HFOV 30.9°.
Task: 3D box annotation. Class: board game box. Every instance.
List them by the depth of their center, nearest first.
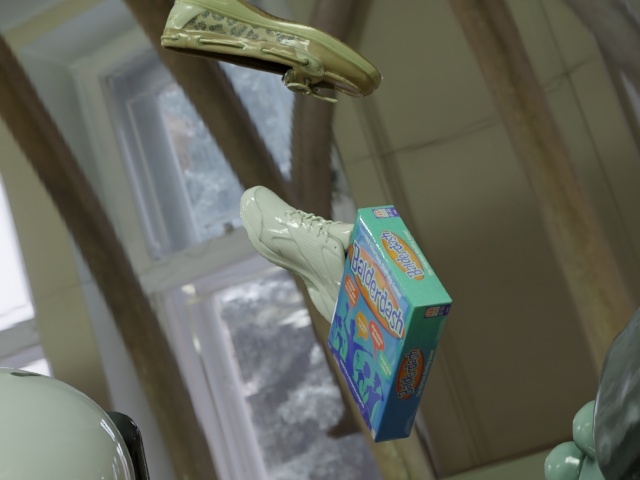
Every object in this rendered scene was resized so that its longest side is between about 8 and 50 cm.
[{"bbox_3d":[0.070,0.092,1.273,0.047,0.160,0.210,-6,-49,-21],"label":"board game box"}]

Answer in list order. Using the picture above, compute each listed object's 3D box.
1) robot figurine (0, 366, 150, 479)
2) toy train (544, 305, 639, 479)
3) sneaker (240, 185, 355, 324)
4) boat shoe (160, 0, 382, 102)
[{"bbox_3d":[-0.172,0.202,0.616,0.173,0.278,0.209,-8,26,-6],"label":"robot figurine"},{"bbox_3d":[0.191,0.126,0.510,0.190,0.142,0.334,22,-40,4],"label":"toy train"},{"bbox_3d":[0.000,0.000,1.484,0.115,0.232,0.090,-50,-5,36],"label":"sneaker"},{"bbox_3d":[-0.062,-0.236,1.486,0.285,0.089,0.104,21,-8,-1],"label":"boat shoe"}]
